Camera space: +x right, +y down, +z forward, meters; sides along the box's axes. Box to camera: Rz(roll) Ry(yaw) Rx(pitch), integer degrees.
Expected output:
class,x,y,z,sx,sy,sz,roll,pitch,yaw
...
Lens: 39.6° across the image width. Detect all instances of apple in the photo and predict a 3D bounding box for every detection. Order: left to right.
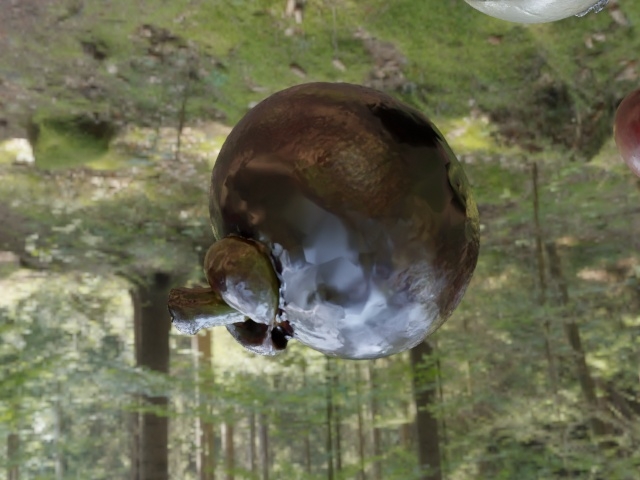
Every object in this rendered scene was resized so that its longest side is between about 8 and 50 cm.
class,x,y,z,sx,sy,sz,roll,pitch,yaw
apple,0.388,-0.116,0.927,0.153,0.120,0.153,-20,178,-1

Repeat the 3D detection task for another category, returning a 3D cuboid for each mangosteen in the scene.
class,x,y,z,sx,sy,sz,roll,pitch,yaw
mangosteen,0.014,-0.013,0.910,0.297,0.297,0.293,-15,-168,36

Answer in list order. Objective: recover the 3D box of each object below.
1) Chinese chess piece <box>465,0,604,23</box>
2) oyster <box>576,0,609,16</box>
class,x,y,z,sx,sy,sz,roll,pitch,yaw
Chinese chess piece,0.214,-0.335,0.855,0.103,0.250,0.250,6,162,-30
oyster,0.312,-0.358,1.034,0.081,0.163,0.191,-26,170,-34
